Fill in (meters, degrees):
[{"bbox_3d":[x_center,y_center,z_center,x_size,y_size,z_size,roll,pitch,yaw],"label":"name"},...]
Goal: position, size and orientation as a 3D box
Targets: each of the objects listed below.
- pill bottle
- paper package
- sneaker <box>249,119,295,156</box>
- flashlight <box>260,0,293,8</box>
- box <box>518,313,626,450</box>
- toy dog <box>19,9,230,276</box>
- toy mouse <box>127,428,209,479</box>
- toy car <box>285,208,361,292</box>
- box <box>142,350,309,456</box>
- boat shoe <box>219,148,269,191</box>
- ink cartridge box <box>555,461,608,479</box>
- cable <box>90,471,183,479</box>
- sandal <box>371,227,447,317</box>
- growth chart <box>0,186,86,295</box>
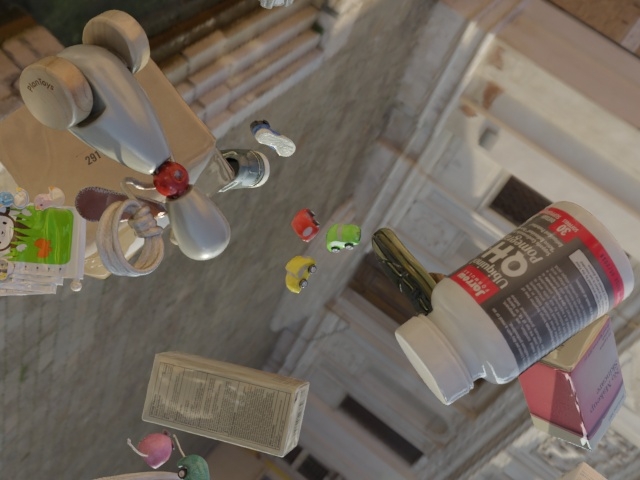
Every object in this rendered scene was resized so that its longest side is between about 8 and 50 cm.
[{"bbox_3d":[0.274,0.096,1.089,0.319,0.176,0.176,-34,168,-6],"label":"pill bottle"},{"bbox_3d":[-0.371,-0.150,1.338,0.325,0.309,0.168,-38,165,-4],"label":"paper package"},{"bbox_3d":[-0.139,-0.298,2.143,0.152,0.084,0.058,19,118,-46],"label":"sneaker"},{"bbox_3d":[-0.065,-0.533,1.311,0.304,0.103,0.103,119,-9,-69],"label":"flashlight"},{"bbox_3d":[0.462,0.247,1.382,0.148,0.127,0.232,-46,128,-26],"label":"box"},{"bbox_3d":[-0.261,-0.113,0.955,0.161,0.333,0.220,-11,-171,42],"label":"toy dog"},{"bbox_3d":[-0.170,0.270,0.902,0.031,0.161,0.143,-35,-161,8],"label":"toy mouse"},{"bbox_3d":[0.000,0.000,1.854,0.225,0.053,0.239,-16,-125,38],"label":"toy car"},{"bbox_3d":[-0.195,0.332,1.552,0.121,0.311,0.148,18,84,-77],"label":"box"},{"bbox_3d":[-0.272,-0.151,1.677,0.099,0.320,0.116,-9,94,-62],"label":"boat shoe"},{"bbox_3d":[0.362,0.409,1.063,0.143,0.092,0.090,-44,165,-35],"label":"ink cartridge box"},{"bbox_3d":[-0.301,0.396,1.057,0.257,0.089,0.257,-8,154,-14],"label":"cable"},{"bbox_3d":[0.204,0.092,1.291,0.086,0.302,0.120,-33,175,-20],"label":"sandal"},{"bbox_3d":[-0.459,0.008,1.094,0.237,0.171,0.021,-6,176,-20],"label":"growth chart"}]
